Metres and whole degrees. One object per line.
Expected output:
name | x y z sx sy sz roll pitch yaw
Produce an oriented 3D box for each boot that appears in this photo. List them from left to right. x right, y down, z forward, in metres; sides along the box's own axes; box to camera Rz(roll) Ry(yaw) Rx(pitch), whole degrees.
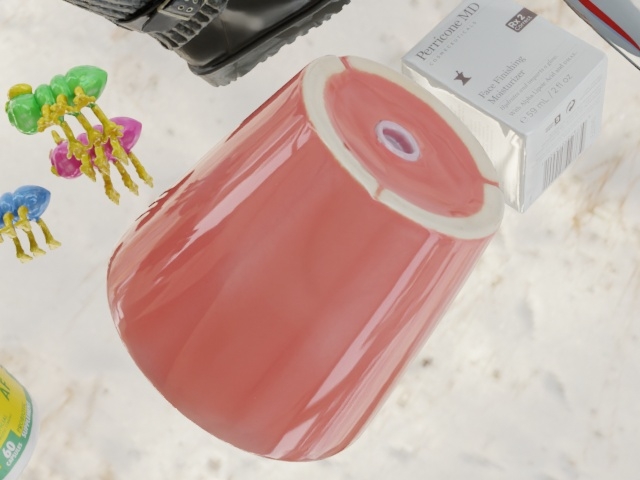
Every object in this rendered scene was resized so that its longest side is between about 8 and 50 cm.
boot | -0.105 -0.325 1.626 0.348 0.131 0.260 -37 133 24

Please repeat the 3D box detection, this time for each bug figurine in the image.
bug figurine | -0.261 -0.071 1.274 0.279 0.216 0.072 62 -175 -70

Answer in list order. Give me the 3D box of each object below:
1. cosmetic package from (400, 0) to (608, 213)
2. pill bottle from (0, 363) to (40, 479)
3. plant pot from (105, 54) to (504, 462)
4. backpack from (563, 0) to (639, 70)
cosmetic package | 0.208 -0.163 1.702 0.183 0.151 0.151 35 156 25
pill bottle | -0.299 0.098 1.045 0.117 0.117 0.208 1 145 31
plant pot | 0.000 0.000 1.200 0.275 0.275 0.243 39 122 -2
backpack | 0.130 -0.139 0.350 0.276 0.213 0.263 38 178 -6
